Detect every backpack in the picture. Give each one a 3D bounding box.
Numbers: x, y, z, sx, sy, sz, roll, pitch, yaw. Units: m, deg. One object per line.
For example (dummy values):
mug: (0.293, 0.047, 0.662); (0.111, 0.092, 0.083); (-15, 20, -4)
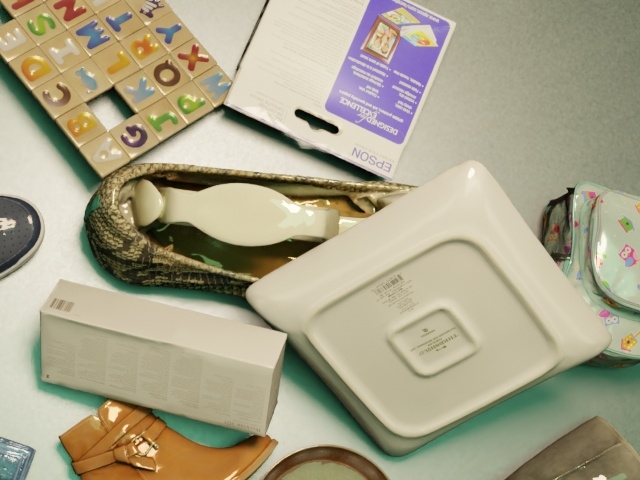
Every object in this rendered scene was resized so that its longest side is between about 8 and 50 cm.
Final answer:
backpack: (0.325, 0.042, 1.553); (0.166, 0.144, 0.188); (16, 80, -14)

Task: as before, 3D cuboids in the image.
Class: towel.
towel: (-0.337, 0.256, 1.432); (0.067, 0.029, 0.119); (20, 77, -7)

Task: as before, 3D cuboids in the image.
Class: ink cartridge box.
ink cartridge box: (0.020, -0.193, 1.581); (0.206, 0.045, 0.208); (25, 74, -7)

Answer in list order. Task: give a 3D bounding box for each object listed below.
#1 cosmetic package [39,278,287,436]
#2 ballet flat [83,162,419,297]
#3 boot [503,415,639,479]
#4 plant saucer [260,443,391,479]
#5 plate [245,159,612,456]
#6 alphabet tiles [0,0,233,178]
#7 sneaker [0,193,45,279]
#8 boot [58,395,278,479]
cosmetic package: (-0.158, 0.116, 1.427); (0.239, 0.099, 0.060); (14, 36, 6)
ballet flat: (0.000, 0.000, 1.471); (0.482, 0.182, 0.164); (7, 77, -11)
boot: (0.256, 0.290, 1.498); (0.208, 0.076, 0.190); (-17, 48, -17)
plant saucer: (0.004, 0.299, 1.495); (0.168, 0.029, 0.168); (2, 79, -12)
plate: (0.111, 0.087, 1.418); (0.277, 0.045, 0.278); (-30, 120, 19)
alphabet tiles: (-0.230, -0.203, 1.520); (0.198, 0.009, 0.237); (-36, 83, -31)
sneaker: (-0.410, 0.004, 1.400); (0.282, 0.153, 0.099); (-12, 83, -14)
boot: (-0.155, 0.211, 1.460); (0.197, 0.073, 0.152); (-31, 80, -21)
